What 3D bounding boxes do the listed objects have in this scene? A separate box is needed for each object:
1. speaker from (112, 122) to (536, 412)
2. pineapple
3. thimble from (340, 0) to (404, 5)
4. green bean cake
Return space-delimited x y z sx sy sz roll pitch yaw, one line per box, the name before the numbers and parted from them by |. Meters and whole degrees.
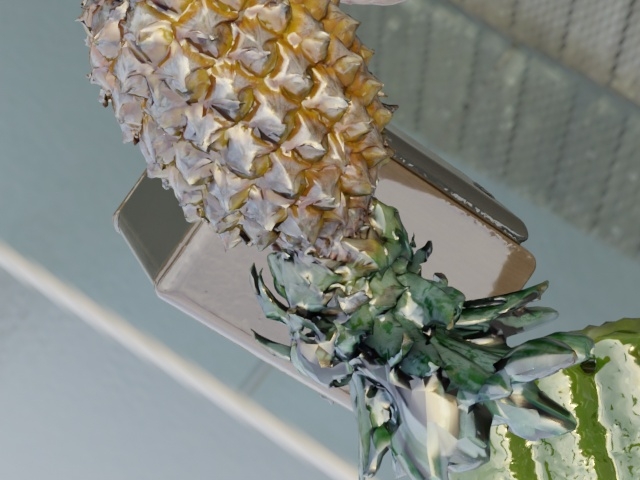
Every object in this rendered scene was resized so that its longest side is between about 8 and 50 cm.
speaker | 0.000 0.000 1.353 0.231 0.192 0.153 33 -172 -27
pineapple | 0.001 -0.019 0.617 0.103 0.083 0.221 -27 104 24
thimble | 0.037 -0.264 1.103 0.239 0.239 0.162 41 155 -6
green bean cake | 0.256 0.180 1.492 0.335 0.218 0.319 -11 170 7
